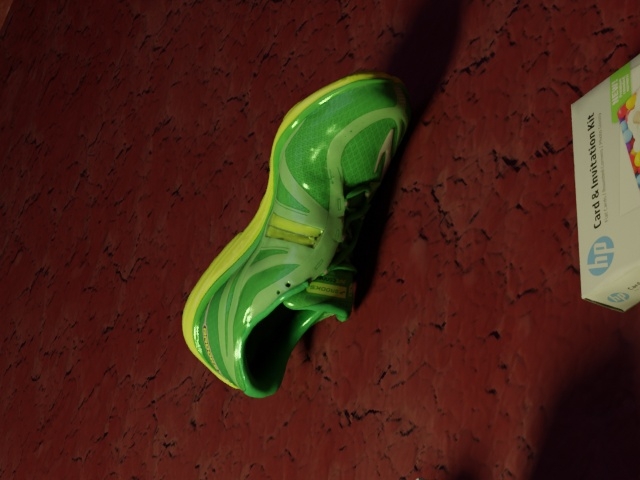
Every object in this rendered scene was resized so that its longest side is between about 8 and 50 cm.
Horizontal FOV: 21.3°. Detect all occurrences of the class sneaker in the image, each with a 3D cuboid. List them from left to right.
[{"bbox_3d":[0.000,0.000,1.344,0.123,0.109,0.295,48,120,38],"label":"sneaker"}]

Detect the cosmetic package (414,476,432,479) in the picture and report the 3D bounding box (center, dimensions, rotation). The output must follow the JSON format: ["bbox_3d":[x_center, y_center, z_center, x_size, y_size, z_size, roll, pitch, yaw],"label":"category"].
[{"bbox_3d":[0.089,0.266,0.962,0.107,0.127,0.238,-47,34,41],"label":"cosmetic package"}]

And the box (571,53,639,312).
[{"bbox_3d":[0.222,-0.060,1.002,0.186,0.038,0.145,-39,42,50],"label":"box"}]
